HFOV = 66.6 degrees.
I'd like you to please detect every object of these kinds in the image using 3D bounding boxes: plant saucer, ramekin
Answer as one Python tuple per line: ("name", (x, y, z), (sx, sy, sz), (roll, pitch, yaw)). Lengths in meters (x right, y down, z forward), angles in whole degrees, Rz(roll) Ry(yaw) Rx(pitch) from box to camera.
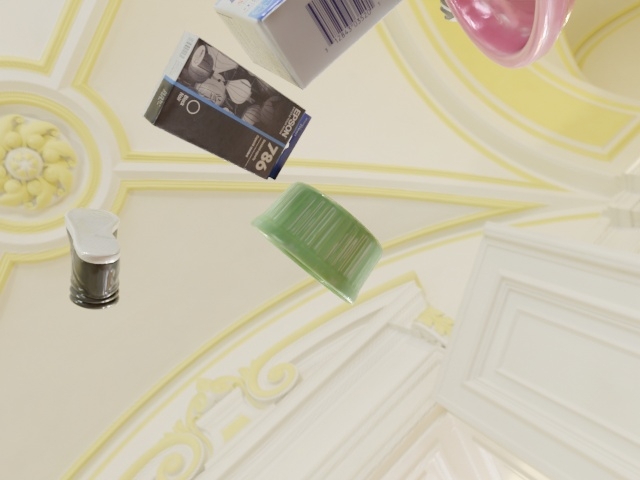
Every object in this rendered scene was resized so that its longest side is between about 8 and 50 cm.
("plant saucer", (0.197, -0.367, 0.552), (0.084, 0.332, 0.332), (-27, -60, 7))
("ramekin", (0.000, 0.000, 1.137), (0.148, 0.303, 0.303), (-51, -56, -6))

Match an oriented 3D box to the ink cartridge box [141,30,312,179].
("ink cartridge box", (-0.145, -0.226, 0.916), (0.333, 0.065, 0.165), (20, -76, -48))

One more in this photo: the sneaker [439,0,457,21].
("sneaker", (0.315, -0.469, 0.939), (0.235, 0.153, 0.094), (-18, -53, -30))

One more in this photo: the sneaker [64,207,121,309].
("sneaker", (-0.462, 0.034, 0.981), (0.105, 0.296, 0.147), (4, -69, -29))

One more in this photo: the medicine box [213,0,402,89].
("medicine box", (-0.029, -0.455, 0.923), (0.263, 0.289, 0.149), (-42, -51, 0))
